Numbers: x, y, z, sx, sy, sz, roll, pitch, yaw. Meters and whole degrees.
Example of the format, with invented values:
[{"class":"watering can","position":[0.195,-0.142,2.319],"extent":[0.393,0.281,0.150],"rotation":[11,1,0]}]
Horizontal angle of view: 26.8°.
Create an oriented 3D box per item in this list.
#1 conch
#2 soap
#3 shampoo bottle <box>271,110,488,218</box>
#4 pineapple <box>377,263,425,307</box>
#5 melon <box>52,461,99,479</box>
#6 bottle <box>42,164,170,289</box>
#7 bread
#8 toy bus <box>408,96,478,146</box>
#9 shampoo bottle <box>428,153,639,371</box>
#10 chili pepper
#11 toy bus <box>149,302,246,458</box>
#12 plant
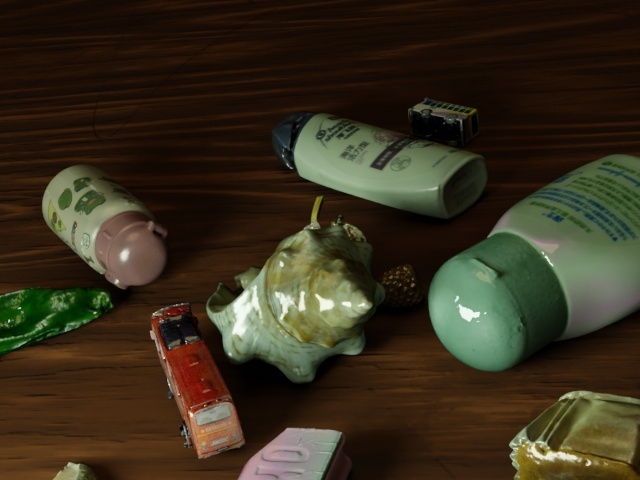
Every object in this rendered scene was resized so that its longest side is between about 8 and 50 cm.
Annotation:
[{"class":"conch","position":[-0.035,0.089,1.622],"extent":[0.203,0.170,0.386],"rotation":[-20,-6,-27]},{"class":"soap","position":[-0.037,0.264,1.408],"extent":[0.100,0.056,0.149],"rotation":[-1,32,23]},{"class":"shampoo bottle","position":[0.069,-0.114,1.984],"extent":[0.359,0.078,0.134],"rotation":[20,46,41]},{"class":"pineapple","position":[0.069,0.074,1.708],"extent":[0.124,0.058,0.058],"rotation":[-23,29,8]},{"class":"melon","position":[-0.283,0.297,1.460],"extent":[0.098,0.054,0.182],"rotation":[-12,26,30]},{"class":"bottle","position":[-0.299,-0.015,1.904],"extent":[0.120,0.120,0.253],"rotation":[-25,33,-21]},{"class":"bread","position":[0.281,0.239,1.206],"extent":[0.209,0.192,0.110],"rotation":[10,39,31]},{"class":"toy bus","position":[0.192,-0.186,2.085],"extent":[0.102,0.052,0.058],"rotation":[17,39,37]},{"class":"shampoo bottle","position":[0.281,0.032,1.596],"extent":[0.349,0.151,0.222],"rotation":[-28,40,-27]},{"class":"chili pepper","position":[-0.379,0.110,1.780],"extent":[0.216,0.062,0.108],"rotation":[-18,37,-11]},{"class":"toy bus","position":[-0.147,0.162,1.578],"extent":[0.073,0.096,0.235],"rotation":[-16,32,-12]},{"class":"plant","position":[0.000,0.000,1.769],"extent":[0.116,0.104,0.122],"rotation":[-23,72,-5]}]
